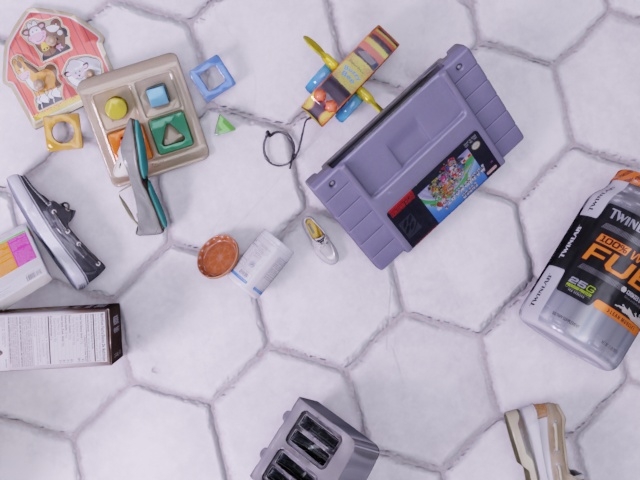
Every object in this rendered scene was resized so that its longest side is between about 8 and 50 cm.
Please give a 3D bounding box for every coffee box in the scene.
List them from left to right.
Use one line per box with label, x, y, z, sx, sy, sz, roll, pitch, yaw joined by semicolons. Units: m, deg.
coffee box;-0.468;0.163;1.578;0.246;0.141;0.098;-3;91;-5

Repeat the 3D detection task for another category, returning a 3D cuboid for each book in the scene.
book;-0.518;0.041;1.582;0.096;0.035;0.144;-32;47;-6

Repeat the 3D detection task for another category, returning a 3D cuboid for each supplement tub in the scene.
supplement tub;-0.105;0.042;1.638;0.071;0.071;0.107;40;87;-3
supplement tub;0.501;0.048;1.619;0.193;0.193;0.316;31;88;-3

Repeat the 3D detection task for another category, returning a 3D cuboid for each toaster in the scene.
toaster;-0.007;0.381;1.589;0.185;0.110;0.168;32;89;33

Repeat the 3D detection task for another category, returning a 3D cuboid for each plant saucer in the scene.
plant saucer;-0.178;0.029;1.640;0.083;0.013;0.083;-12;61;23

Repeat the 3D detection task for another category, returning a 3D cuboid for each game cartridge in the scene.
game cartridge;0.172;-0.137;1.616;0.355;0.068;0.230;-43;118;-3

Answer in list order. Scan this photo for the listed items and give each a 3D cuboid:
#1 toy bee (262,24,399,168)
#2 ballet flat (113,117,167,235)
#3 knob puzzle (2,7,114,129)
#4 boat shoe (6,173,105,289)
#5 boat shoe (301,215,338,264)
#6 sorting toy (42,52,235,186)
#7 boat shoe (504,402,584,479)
toy bee;0.035;-0.248;1.603;0.195;0.162;0.298;22;89;-6
ballet flat;-0.318;-0.102;1.595;0.068;0.072;0.213;-11;116;1
knob puzzle;-0.468;-0.318;1.632;0.213;0.030;0.213;0;90;-4
boat shoe;-0.451;-0.026;1.614;0.076;0.080;0.228;-35;89;-21
boat shoe;0.000;0.000;1.662;0.035;0.035;0.100;-30;92;-4
sorting toy;-0.308;-0.208;1.623;0.347;0.047;0.196;-18;101;-4
boat shoe;0.418;0.436;1.654;0.103;0.113;0.302;-17;90;2
